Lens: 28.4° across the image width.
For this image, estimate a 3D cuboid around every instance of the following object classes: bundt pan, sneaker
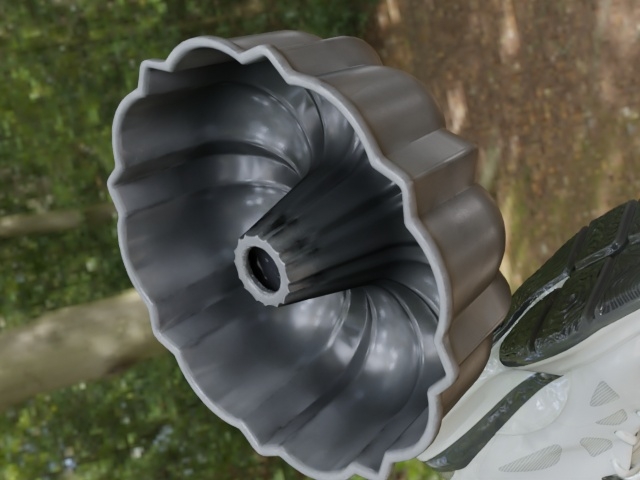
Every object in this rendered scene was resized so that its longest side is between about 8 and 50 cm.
[{"bbox_3d":[0.000,0.000,0.900,0.331,0.124,0.331,24,127,36],"label":"bundt pan"},{"bbox_3d":[0.272,0.141,1.115,0.447,0.257,0.169,-45,8,50],"label":"sneaker"}]
